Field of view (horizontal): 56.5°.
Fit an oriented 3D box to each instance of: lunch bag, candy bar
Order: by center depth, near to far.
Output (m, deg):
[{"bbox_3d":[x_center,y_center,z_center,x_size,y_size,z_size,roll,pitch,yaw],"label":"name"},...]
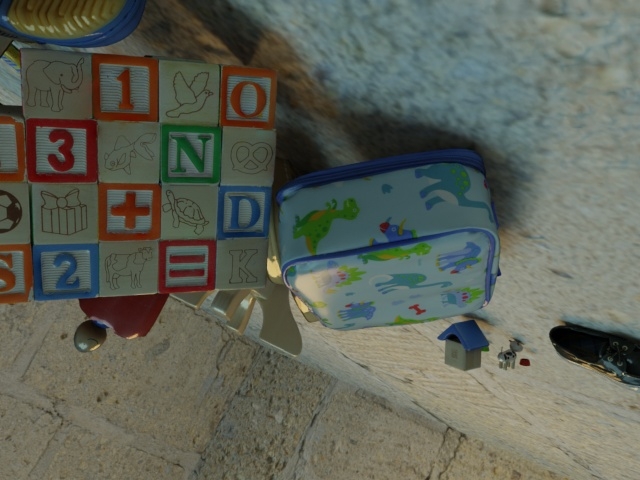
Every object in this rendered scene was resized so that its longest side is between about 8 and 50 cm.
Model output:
[{"bbox_3d":[0.066,0.011,0.519,0.176,0.090,0.219,-10,156,11],"label":"lunch bag"},{"bbox_3d":[-0.393,-0.232,0.772,0.040,0.018,0.161,16,159,39],"label":"candy bar"}]

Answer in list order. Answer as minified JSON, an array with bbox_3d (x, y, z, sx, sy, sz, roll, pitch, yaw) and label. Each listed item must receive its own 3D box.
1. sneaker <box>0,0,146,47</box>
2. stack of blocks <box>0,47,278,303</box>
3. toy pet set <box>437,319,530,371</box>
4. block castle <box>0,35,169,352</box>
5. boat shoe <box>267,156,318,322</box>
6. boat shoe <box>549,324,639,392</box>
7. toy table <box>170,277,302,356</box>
[{"bbox_3d":[-0.214,-0.199,0.437,0.296,0.112,0.131,31,175,26],"label":"sneaker"},{"bbox_3d":[-0.188,-0.050,0.434,0.297,0.171,0.087,-2,-163,-22],"label":"stack of blocks"},{"bbox_3d":[0.225,0.142,0.865,0.114,0.065,0.122,-3,-172,-34],"label":"toy pet set"},{"bbox_3d":[-0.342,-0.094,0.587,0.453,0.213,0.303,36,-175,-30],"label":"block castle"},{"bbox_3d":[0.000,0.000,0.697,0.110,0.122,0.341,-11,156,7],"label":"boat shoe"},{"bbox_3d":[0.310,0.124,0.636,0.040,0.049,0.142,39,164,-33],"label":"boat shoe"},{"bbox_3d":[-0.121,0.066,0.992,0.274,0.161,0.252,23,164,16],"label":"toy table"}]
